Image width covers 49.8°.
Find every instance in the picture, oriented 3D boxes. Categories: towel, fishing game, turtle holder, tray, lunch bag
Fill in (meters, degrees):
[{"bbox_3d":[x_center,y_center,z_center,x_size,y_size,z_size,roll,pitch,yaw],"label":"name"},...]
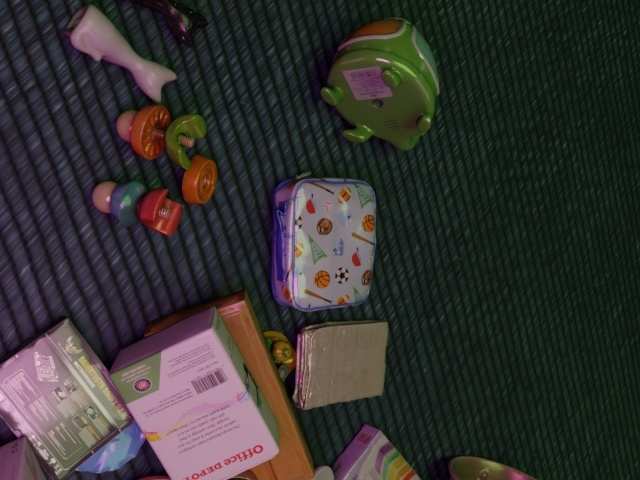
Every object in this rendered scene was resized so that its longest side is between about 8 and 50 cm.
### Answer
[{"bbox_3d":[0.051,0.281,1.589,0.282,0.049,0.187,3,92,-43],"label":"towel"},{"bbox_3d":[-0.413,0.338,1.293,0.264,0.041,0.189,-10,91,-28],"label":"fishing game"},{"bbox_3d":[0.170,-0.346,1.534,0.320,0.243,0.227,32,58,-23],"label":"turtle holder"},{"bbox_3d":[-0.173,0.322,1.377,0.202,0.076,0.411,-19,105,1],"label":"tray"},{"bbox_3d":[0.000,0.000,1.513,0.243,0.115,0.303,-2,95,-32],"label":"lunch bag"}]

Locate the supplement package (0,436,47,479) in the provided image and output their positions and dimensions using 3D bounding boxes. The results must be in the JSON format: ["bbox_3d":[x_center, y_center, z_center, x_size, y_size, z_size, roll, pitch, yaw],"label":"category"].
[{"bbox_3d":[-0.572,0.471,1.065,0.293,0.175,0.178,-22,107,-15],"label":"supplement package"}]

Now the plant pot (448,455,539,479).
[{"bbox_3d":[0.442,0.771,1.766,0.333,0.334,0.306,14,96,-34],"label":"plant pot"}]

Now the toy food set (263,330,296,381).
[{"bbox_3d":[-0.128,0.290,1.465,0.218,0.071,0.128,-44,115,-24],"label":"toy food set"}]

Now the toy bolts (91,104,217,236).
[{"bbox_3d":[-0.319,-0.119,1.303,0.218,0.158,0.229,75,33,-63],"label":"toy bolts"}]

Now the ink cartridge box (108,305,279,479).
[{"bbox_3d":[-0.223,0.295,1.266,0.201,0.117,0.278,-25,106,2],"label":"ink cartridge box"}]

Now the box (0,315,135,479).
[{"bbox_3d":[-0.460,0.278,1.219,0.183,0.056,0.231,-39,105,-24],"label":"box"}]

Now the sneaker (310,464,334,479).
[{"bbox_3d":[-0.109,0.567,1.436,0.295,0.147,0.105,-34,114,-46],"label":"sneaker"}]

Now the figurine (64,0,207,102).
[{"bbox_3d":[-0.332,-0.390,1.279,0.209,0.092,0.215,35,75,-35],"label":"figurine"}]

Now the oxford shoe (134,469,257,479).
[{"bbox_3d":[-0.281,0.519,1.295,0.348,0.130,0.123,-13,106,-11],"label":"oxford shoe"}]

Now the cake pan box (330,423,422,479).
[{"bbox_3d":[0.108,0.619,1.653,0.267,0.070,0.246,-46,114,-23],"label":"cake pan box"}]
